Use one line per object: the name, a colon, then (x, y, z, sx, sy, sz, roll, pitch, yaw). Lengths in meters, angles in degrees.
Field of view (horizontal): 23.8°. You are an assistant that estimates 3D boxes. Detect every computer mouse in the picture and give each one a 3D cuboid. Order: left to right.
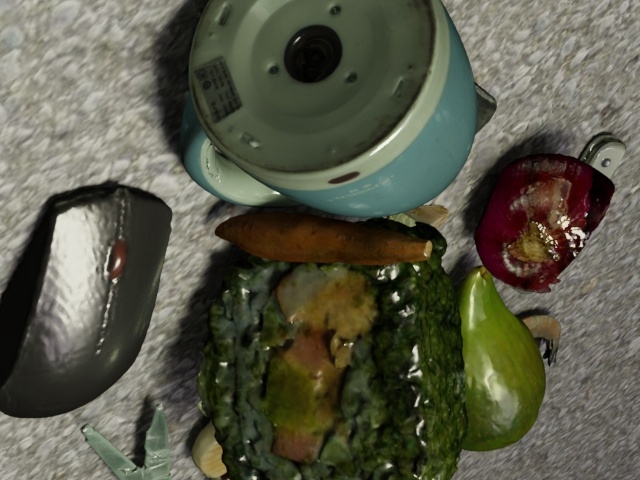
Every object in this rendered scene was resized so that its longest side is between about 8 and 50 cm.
computer mouse: (-0.246, 0.078, 1.588, 0.168, 0.087, 0.295, -1, 127, -43)

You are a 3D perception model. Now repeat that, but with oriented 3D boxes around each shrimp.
shrimp: (0.299, 0.196, 2.367, 0.152, 0.046, 0.219, -4, 130, -41)

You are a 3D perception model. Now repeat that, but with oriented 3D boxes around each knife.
knife: (0.341, -0.036, 2.148, 0.073, 0.040, 0.265, 10, 121, -41)

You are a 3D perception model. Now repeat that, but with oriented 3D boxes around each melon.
melon: (0.094, 0.033, 1.963, 0.182, 0.054, 0.098, -57, 161, 21)

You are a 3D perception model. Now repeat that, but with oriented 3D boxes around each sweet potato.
sweet potato: (0.001, -0.001, 1.614, 0.057, 0.264, 0.057, -15, 107, -62)

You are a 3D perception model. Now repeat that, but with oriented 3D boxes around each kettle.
kettle: (0.010, -0.124, 1.545, 0.319, 0.247, 0.342, -17, 162, 14)

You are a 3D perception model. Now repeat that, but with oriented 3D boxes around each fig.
fig: (0.213, 0.152, 2.118, 0.206, 0.206, 0.275, -28, 131, -23)

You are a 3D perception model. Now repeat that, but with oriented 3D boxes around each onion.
onion: (0.292, -0.044, 2.013, 0.218, 0.140, 0.195, -63, 178, -58)

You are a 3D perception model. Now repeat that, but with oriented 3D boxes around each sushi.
sushi: (0.012, 0.153, 1.747, 0.178, 0.294, 0.352, -10, 98, -67)

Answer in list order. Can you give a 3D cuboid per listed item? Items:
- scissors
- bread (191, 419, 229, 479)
scissors: (-0.216, 0.334, 1.940, 0.256, 0.029, 0.383, -19, 139, -5)
bread: (-0.041, 0.223, 2.014, 0.316, 0.054, 0.316, -28, 145, -21)
